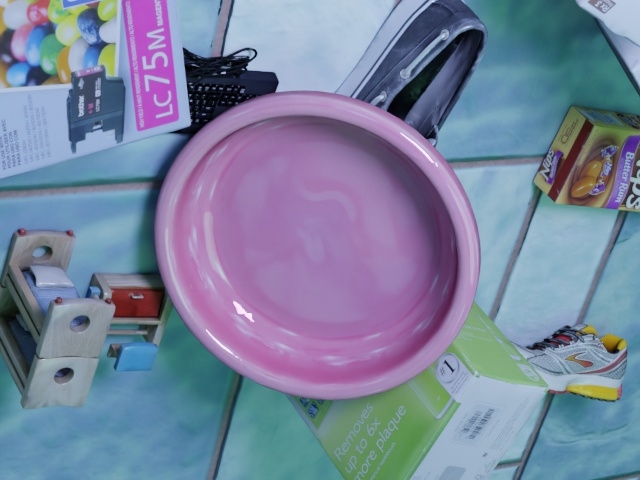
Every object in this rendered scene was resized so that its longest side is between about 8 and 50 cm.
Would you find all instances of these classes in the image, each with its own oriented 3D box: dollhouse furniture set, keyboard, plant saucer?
[{"bbox_3d":[-0.218,0.076,1.593,0.184,0.129,0.129,2,124,-33],"label":"dollhouse furniture set"},{"bbox_3d":[-0.125,-0.140,1.543,0.192,0.038,0.100,-2,125,-33],"label":"keyboard"},{"bbox_3d":[0.000,0.000,1.603,0.332,0.084,0.332,6,115,13],"label":"plant saucer"}]

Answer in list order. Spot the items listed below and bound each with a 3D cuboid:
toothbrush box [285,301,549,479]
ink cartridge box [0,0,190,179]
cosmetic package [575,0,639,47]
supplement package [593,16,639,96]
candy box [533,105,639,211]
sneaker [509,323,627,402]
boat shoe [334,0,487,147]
[{"bbox_3d":[0.085,0.145,1.737,0.122,0.283,0.206,15,116,-39],"label":"toothbrush box"},{"bbox_3d":[-0.263,-0.148,1.324,0.311,0.065,0.185,-17,118,-26],"label":"ink cartridge box"},{"bbox_3d":[0.265,-0.302,1.519,0.117,0.231,0.085,22,124,-43],"label":"cosmetic package"},{"bbox_3d":[0.421,-0.261,1.644,0.262,0.204,0.145,-29,137,11],"label":"supplement package"},{"bbox_3d":[0.355,-0.094,1.886,0.187,0.053,0.109,3,122,-36],"label":"candy box"},{"bbox_3d":[0.307,0.146,2.044,0.225,0.088,0.092,10,98,-38],"label":"sneaker"},{"bbox_3d":[0.074,-0.116,1.645,0.108,0.102,0.301,19,113,-42],"label":"boat shoe"}]
